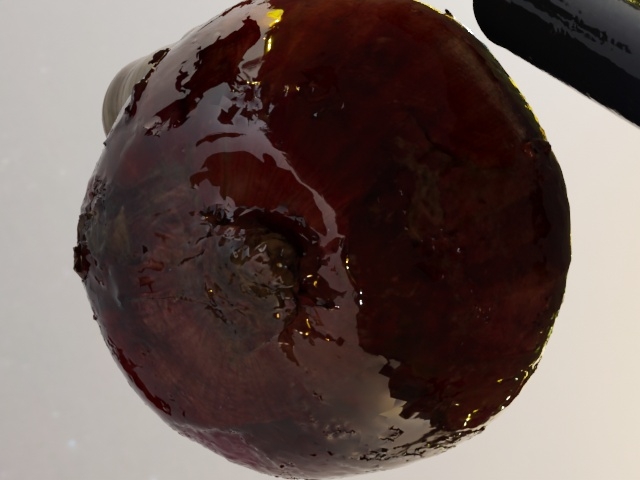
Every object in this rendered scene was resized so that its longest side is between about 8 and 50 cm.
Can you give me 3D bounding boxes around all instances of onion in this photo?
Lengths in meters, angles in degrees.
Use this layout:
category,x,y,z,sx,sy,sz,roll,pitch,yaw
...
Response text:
category,x,y,z,sx,sy,sz,roll,pitch,yaw
onion,0.000,0.000,0.914,0.276,0.276,0.276,57,-160,-33

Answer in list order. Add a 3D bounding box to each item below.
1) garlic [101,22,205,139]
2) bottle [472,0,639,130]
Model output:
category,x,y,z,sx,sy,sz,roll,pitch,yaw
garlic,-0.106,-0.082,1.670,0.245,0.245,0.253,34,-123,-62
bottle,0.164,-0.083,0.784,0.244,0.082,0.072,40,137,49
